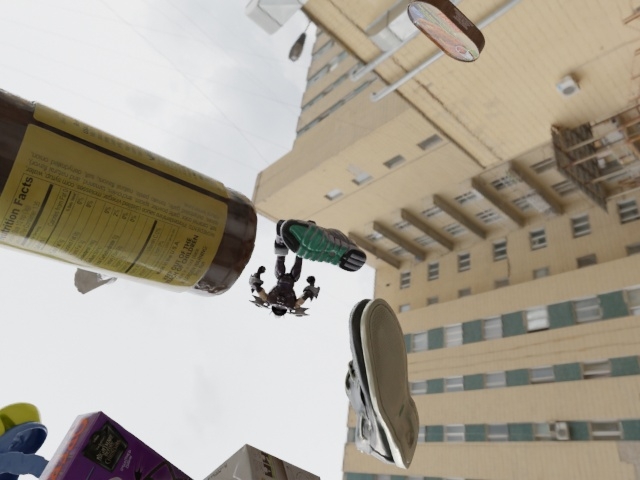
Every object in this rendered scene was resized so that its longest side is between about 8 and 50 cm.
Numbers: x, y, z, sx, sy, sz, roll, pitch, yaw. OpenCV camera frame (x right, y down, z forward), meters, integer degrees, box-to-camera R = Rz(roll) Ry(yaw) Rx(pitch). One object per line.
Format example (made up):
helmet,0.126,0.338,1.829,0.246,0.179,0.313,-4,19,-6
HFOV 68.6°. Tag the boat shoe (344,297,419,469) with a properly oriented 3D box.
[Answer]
boat shoe,0.057,0.165,0.531,0.084,0.079,0.233,-45,-48,-44

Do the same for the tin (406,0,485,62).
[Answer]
tin,0.266,-0.448,0.987,0.189,0.106,0.040,32,-88,-22

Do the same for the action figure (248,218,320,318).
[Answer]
action figure,-0.084,0.088,1.199,0.185,0.285,0.099,8,-153,-12

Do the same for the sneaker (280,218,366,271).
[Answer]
sneaker,0.000,0.000,1.085,0.223,0.083,0.098,27,-157,-27

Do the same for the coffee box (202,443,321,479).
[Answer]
coffee box,-0.112,0.544,0.986,0.246,0.141,0.098,41,-168,-34

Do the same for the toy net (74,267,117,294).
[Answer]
toy net,-0.380,0.016,0.926,0.122,0.045,0.232,32,-104,3

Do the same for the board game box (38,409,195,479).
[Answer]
board game box,-0.222,0.363,0.415,0.208,0.056,0.347,51,-148,-28

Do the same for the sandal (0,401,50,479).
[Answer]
sandal,-0.478,0.356,0.603,0.138,0.126,0.317,26,-138,18

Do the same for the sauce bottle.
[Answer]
sauce bottle,-0.213,-0.047,0.341,0.344,0.111,0.111,24,-123,-36
